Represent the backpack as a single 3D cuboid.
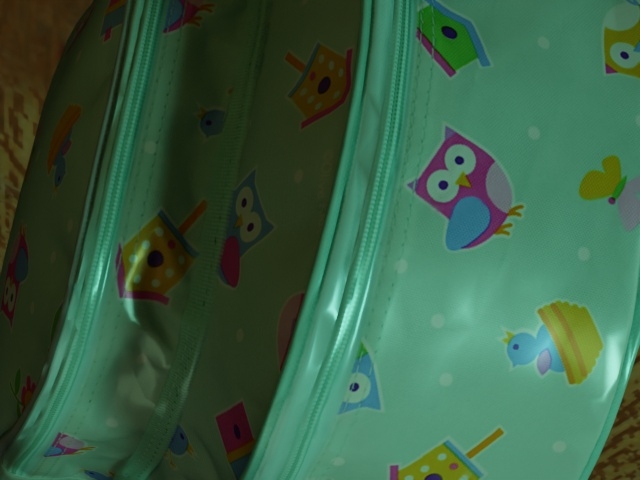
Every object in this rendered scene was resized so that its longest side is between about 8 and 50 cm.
[{"bbox_3d":[0.000,0.000,0.473,0.144,0.165,0.188,18,161,-21],"label":"backpack"}]
